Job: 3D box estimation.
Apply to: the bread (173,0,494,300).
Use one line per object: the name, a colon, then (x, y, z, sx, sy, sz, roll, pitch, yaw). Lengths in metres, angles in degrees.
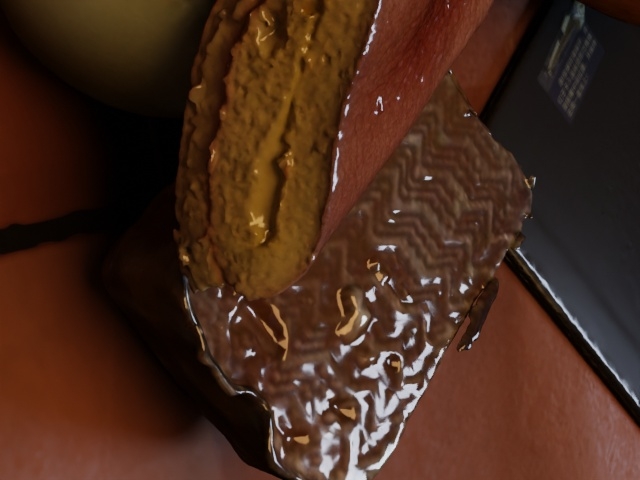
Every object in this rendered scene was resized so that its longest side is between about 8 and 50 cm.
bread: (0.010, -0.080, 0.384, 0.192, 0.067, 0.119, -54, 157, -35)

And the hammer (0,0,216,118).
hammer: (-0.116, -0.200, 0.394, 0.305, 0.113, 0.202, 38, 62, -28)

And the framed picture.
framed picture: (0.230, -0.022, 0.741, 0.338, 0.014, 0.255, 47, 60, -30)

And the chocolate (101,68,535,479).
chocolate: (0.000, 0.000, 0.487, 0.148, 0.093, 0.214, 54, 56, -24)

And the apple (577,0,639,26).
apple: (0.189, -0.244, 0.587, 0.272, 0.206, 0.251, 12, 63, -39)
